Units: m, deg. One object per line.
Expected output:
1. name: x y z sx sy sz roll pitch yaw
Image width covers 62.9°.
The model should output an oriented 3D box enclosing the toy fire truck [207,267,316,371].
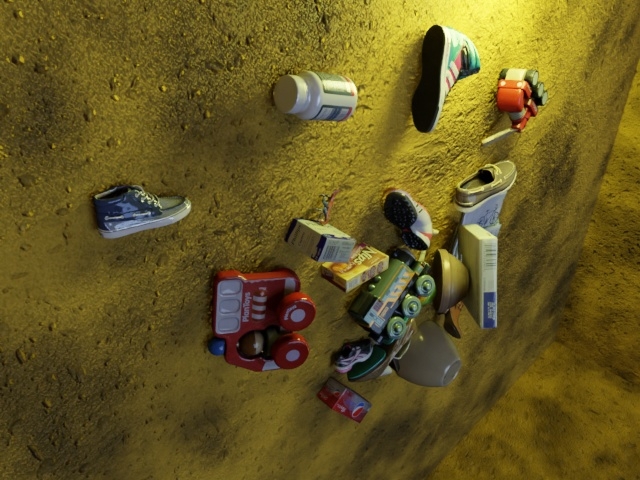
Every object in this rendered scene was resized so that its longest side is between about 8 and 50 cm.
1. toy fire truck: -0.164 0.211 1.366 0.254 0.169 0.302 -1 117 -21

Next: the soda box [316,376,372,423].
1. soda box: 0.093 0.594 1.937 0.092 0.083 0.263 -53 141 -9

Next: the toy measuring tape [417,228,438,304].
1. toy measuring tape: 0.393 0.127 1.934 0.121 0.121 0.330 5 110 -49

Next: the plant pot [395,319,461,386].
1. plant pot: 0.481 0.509 2.221 0.284 0.191 0.284 -26 131 -34

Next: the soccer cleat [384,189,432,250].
1. soccer cleat: 0.294 -0.086 1.709 0.318 0.108 0.116 50 55 -49

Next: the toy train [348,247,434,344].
1. toy train: 0.244 0.186 1.772 0.190 0.142 0.334 41 78 -23

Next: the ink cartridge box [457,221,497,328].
1. ink cartridge box: 0.575 0.114 1.927 0.330 0.071 0.324 -76 162 -77

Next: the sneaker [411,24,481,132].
1. sneaker: 0.369 -0.463 1.517 0.178 0.124 0.295 -12 122 -32

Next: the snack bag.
1. snack bag: 0.663 -0.042 2.181 0.323 0.037 0.343 -15 124 -41

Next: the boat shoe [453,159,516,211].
1. boat shoe: 0.623 -0.224 1.956 0.324 0.116 0.097 -32 138 -22

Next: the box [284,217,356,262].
1. box: 0.000 0.000 1.397 0.126 0.137 0.072 5 109 -49

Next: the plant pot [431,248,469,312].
1. plant pot: 0.486 0.151 1.948 0.237 0.109 0.237 1 90 -86

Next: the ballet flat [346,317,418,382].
1. ballet flat: 0.245 0.412 1.925 0.342 0.116 0.124 -48 119 -14

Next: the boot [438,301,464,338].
1. boot: 0.583 0.308 2.244 0.152 0.073 0.197 -40 109 -32

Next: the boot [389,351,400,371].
1. boot: 0.299 0.436 2.060 0.106 0.082 0.219 -43 138 -15

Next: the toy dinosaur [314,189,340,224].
1. toy dinosaur: 0.015 -0.086 1.412 0.047 0.090 0.082 8 64 -60

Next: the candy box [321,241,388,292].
1. candy box: 0.107 0.080 1.590 0.186 0.109 0.053 -27 132 -34

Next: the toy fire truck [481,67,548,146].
1. toy fire truck: 0.667 -0.454 1.845 0.217 0.158 0.246 25 84 -52

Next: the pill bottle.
1. pill bottle: -0.012 -0.328 1.191 0.180 0.108 0.108 -9 121 -44

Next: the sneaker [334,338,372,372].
1. sneaker: 0.117 0.392 1.845 0.178 0.072 0.077 -32 124 -39

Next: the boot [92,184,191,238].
1. boot: -0.344 -0.072 1.025 0.190 0.069 0.086 -24 133 -34
